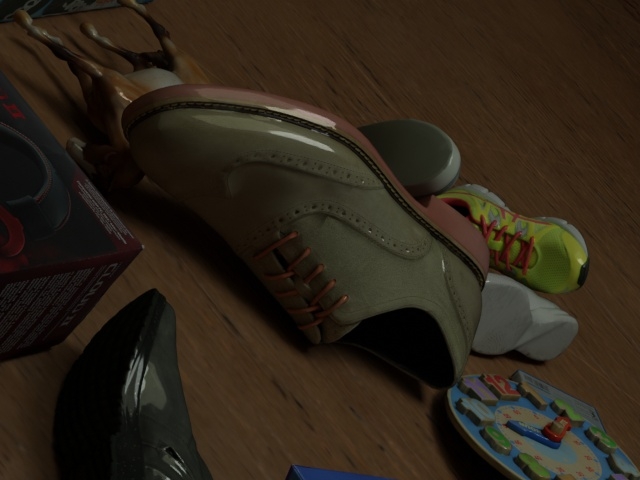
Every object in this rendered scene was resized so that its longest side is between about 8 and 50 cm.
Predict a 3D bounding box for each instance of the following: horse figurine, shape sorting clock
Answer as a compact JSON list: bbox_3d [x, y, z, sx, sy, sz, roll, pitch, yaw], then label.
[{"bbox_3d":[-0.165,-0.137,1.435,0.174,0.066,0.263,46,24,8],"label":"horse figurine"},{"bbox_3d":[0.205,0.182,1.467,0.206,0.040,0.206,22,17,-7],"label":"shape sorting clock"}]

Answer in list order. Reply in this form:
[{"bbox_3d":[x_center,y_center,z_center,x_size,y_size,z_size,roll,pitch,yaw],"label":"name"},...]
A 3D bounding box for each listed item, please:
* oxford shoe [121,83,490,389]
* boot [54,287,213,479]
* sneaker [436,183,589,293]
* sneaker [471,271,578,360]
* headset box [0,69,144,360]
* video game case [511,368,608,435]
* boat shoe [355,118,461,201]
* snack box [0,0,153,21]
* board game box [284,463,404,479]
[{"bbox_3d":[0.000,0.000,1.369,0.397,0.140,0.147,28,51,-32],"label":"oxford shoe"},{"bbox_3d":[-0.093,0.157,1.079,0.161,0.083,0.246,40,29,-26],"label":"boot"},{"bbox_3d":[0.187,0.003,1.713,0.208,0.081,0.094,26,19,40],"label":"sneaker"},{"bbox_3d":[0.173,0.064,1.646,0.094,0.080,0.212,46,13,35],"label":"sneaker"},{"bbox_3d":[-0.268,-0.028,1.042,0.218,0.110,0.293,50,25,15],"label":"headset box"},{"bbox_3d":[0.252,0.207,1.592,0.119,0.015,0.166,28,28,-33],"label":"video game case"},{"bbox_3d":[0.060,-0.059,1.526,0.081,0.079,0.227,43,-23,-32],"label":"boat shoe"},{"bbox_3d":[-0.276,-0.296,1.526,0.187,0.060,0.322,47,24,7],"label":"snack box"},{"bbox_3d":[0.128,0.278,1.027,0.233,0.078,0.347,12,20,-27],"label":"board game box"}]
